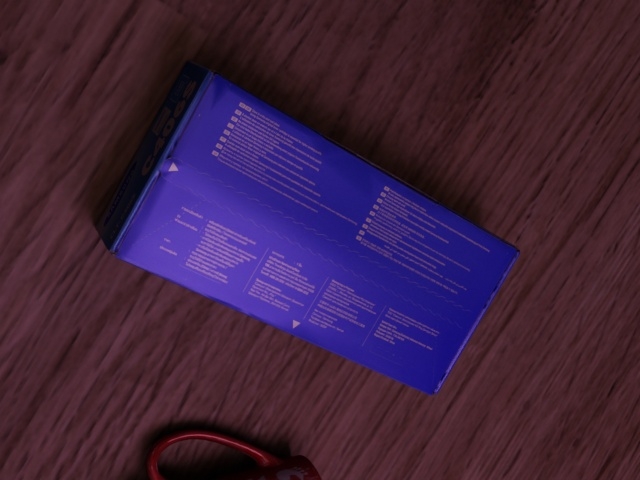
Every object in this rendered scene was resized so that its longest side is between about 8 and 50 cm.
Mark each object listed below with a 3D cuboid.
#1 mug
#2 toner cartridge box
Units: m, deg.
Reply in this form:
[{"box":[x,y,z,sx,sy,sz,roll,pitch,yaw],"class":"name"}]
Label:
[{"box":[-0.081,0.251,0.807,0.169,0.113,0.150,-12,113,-23],"class":"mug"},{"box":[0.000,0.000,0.776,0.348,0.075,0.165,28,94,-29],"class":"toner cartridge box"}]
